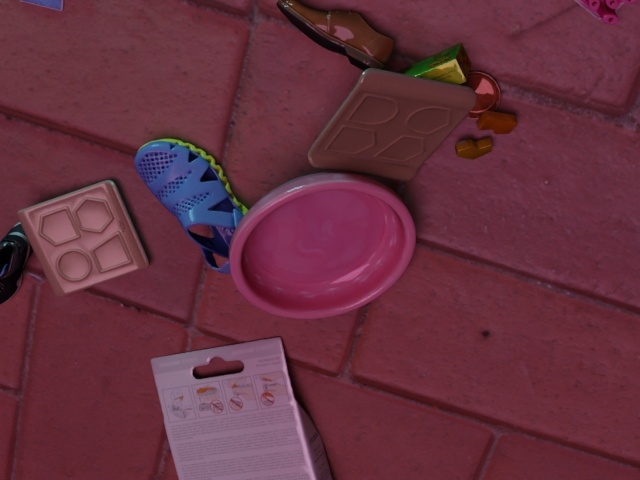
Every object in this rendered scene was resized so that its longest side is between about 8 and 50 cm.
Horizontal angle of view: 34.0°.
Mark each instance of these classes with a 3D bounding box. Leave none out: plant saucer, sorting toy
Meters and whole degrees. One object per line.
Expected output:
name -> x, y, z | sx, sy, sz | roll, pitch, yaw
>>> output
plant saucer -> 0.000, 0.000, 1.852 | 0.332, 0.084, 0.332 | -8, 135, -8
sorting toy -> -0.459, -0.005, 2.038 | 0.208, 0.038, 0.193 | -17, 111, 7
sorting toy -> 0.157, -0.186, 1.742 | 0.307, 0.041, 0.229 | 7, 144, -25
plant saucer -> 0.262, -0.245, 1.765 | 0.084, 0.013, 0.083 | 5, 117, 11

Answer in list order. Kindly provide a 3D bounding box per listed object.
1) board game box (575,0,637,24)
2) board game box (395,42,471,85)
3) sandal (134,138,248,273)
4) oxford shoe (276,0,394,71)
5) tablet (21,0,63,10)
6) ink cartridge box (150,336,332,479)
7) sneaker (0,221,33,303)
board game box -> 0.422, -0.539, 1.473 | 0.390, 0.050, 0.390 | 28, 122, -28
board game box -> 0.156, -0.261, 1.740 | 0.181, 0.092, 0.043 | -21, 110, 23
sandal -> -0.216, -0.056, 1.913 | 0.317, 0.138, 0.126 | 43, 120, -7
oxford shoe -> 0.027, -0.357, 1.751 | 0.212, 0.076, 0.076 | 30, 89, 1
tablet -> -0.496, -0.444, 1.865 | 0.083, 0.006, 0.054 | 15, 118, 6
ink cartridge box -> -0.161, 0.397, 2.172 | 0.308, 0.091, 0.384 | -12, 95, 20
sneaker -> -0.642, 0.063, 2.087 | 0.079, 0.121, 0.216 | 32, 119, -2
